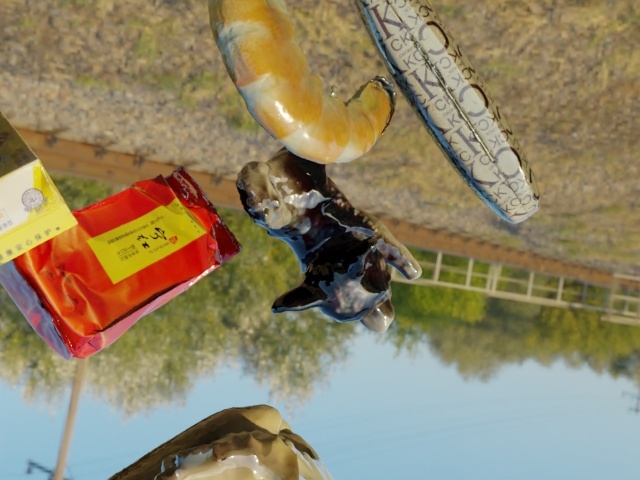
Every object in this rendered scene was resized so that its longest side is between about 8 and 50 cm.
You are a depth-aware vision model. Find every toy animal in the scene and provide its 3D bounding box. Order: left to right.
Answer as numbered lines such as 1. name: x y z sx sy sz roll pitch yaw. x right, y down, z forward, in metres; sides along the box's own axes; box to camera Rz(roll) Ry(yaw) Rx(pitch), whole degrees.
1. toy animal: 0.000 0.000 1.413 0.194 0.344 0.303 -32 -176 21

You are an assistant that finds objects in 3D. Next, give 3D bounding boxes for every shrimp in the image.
1. shrimp: -0.004 -0.134 0.680 0.049 0.161 0.166 -27 172 41

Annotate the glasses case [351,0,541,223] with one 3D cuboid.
1. glasses case: 0.144 -0.171 1.071 0.354 0.085 0.137 53 -172 -14

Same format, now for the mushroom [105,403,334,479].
1. mushroom: -0.095 0.264 0.664 0.314 0.224 0.397 -32 177 0

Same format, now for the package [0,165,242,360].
1. package: -0.301 0.028 1.408 0.123 0.196 0.423 -35 -179 33

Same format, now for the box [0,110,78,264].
1. box: -0.428 -0.062 1.159 0.168 0.097 0.265 -30 -148 -14
